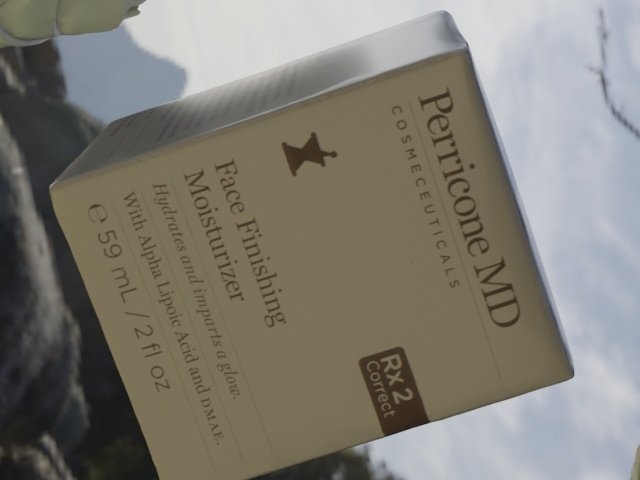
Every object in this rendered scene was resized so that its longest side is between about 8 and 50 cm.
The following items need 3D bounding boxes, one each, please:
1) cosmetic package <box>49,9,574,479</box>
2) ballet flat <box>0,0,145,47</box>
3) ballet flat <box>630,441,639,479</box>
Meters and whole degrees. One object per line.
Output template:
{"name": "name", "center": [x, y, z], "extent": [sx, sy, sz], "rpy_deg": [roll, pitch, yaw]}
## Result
{"name": "cosmetic package", "center": [0.000, 0.000, 0.674], "extent": [0.151, 0.184, 0.151], "rpy_deg": [-81, 152, -75]}
{"name": "ballet flat", "center": [-0.135, -0.209, 0.982], "extent": [0.139, 0.400, 0.139], "rpy_deg": [17, -55, 27]}
{"name": "ballet flat", "center": [0.281, 0.139, 1.022], "extent": [0.107, 0.106, 0.316], "rpy_deg": [-12, 124, -81]}
